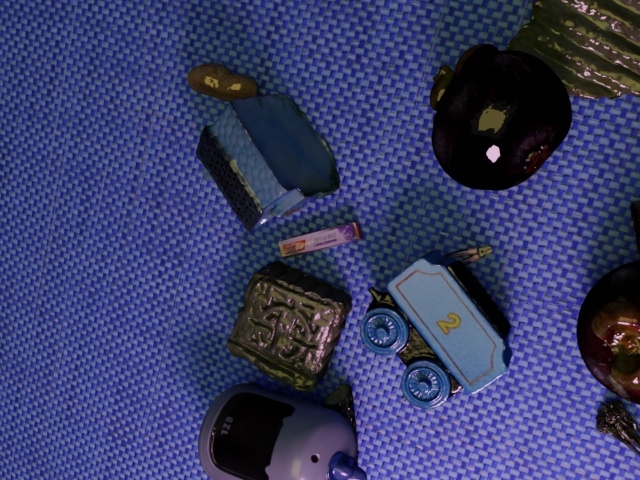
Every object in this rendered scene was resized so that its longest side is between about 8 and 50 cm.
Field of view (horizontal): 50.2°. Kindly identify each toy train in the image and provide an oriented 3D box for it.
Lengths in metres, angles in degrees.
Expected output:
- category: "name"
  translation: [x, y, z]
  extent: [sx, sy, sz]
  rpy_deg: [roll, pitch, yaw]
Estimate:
- category: "toy train"
  translation: [0.245, 0.183, 1.453]
  extent: [0.265, 0.188, 0.300]
  rpy_deg: [-40, 82, 20]

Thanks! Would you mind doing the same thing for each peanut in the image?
- category: "peanut"
  translation: [-0.226, -0.366, 1.580]
  extent: [0.174, 0.080, 0.080]
  rpy_deg: [17, 104, 11]

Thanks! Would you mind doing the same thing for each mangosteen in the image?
- category: "mangosteen"
  translation: [0.324, -0.251, 1.337]
  extent: [0.275, 0.275, 0.302]
  rpy_deg: [-49, 55, 19]
- category: "mangosteen"
  translation: [0.617, 0.175, 1.278]
  extent: [0.287, 0.288, 0.288]
  rpy_deg: [3, 100, 18]

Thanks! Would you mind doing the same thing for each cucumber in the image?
- category: "cucumber"
  translation: [0.053, 0.477, 1.626]
  extent: [0.077, 0.077, 0.266]
  rpy_deg: [-4, 99, 19]

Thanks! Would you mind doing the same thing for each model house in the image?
- category: "model house"
  translation: [-0.133, -0.152, 1.533]
  extent: [0.241, 0.226, 0.261]
  rpy_deg: [-37, 82, 34]

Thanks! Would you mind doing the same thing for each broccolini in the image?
- category: "broccolini"
  translation: [0.660, 0.418, 1.437]
  extent: [0.201, 0.058, 0.074]
  rpy_deg: [43, 124, -9]

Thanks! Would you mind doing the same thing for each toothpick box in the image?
- category: "toothpick box"
  translation: [-0.068, 0.475, 1.535]
  extent: [0.354, 0.263, 0.263]
  rpy_deg: [6, 101, 38]

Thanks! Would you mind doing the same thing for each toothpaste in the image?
- category: "toothpaste"
  translation: [0.000, 0.000, 1.581]
  extent: [0.196, 0.040, 0.047]
  rpy_deg: [-14, 92, 20]

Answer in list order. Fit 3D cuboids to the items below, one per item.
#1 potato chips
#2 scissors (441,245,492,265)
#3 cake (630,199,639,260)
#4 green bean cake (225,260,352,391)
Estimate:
- category: "potato chips"
  translation: [0.561, -0.455, 1.286]
  extent: [0.389, 0.097, 0.374]
  rpy_deg: [7, 104, 17]
- category: "scissors"
  translation: [0.321, 0.036, 1.494]
  extent: [0.113, 0.012, 0.039]
  rpy_deg: [-18, 93, 20]
- category: "cake"
  translation: [0.646, 0.001, 1.261]
  extent: [0.112, 0.246, 0.135]
  rpy_deg: [-7, 99, 21]
- category: "green bean cake"
  translation: [-0.075, 0.202, 1.594]
  extent: [0.241, 0.132, 0.255]
  rpy_deg: [25, 105, 9]
